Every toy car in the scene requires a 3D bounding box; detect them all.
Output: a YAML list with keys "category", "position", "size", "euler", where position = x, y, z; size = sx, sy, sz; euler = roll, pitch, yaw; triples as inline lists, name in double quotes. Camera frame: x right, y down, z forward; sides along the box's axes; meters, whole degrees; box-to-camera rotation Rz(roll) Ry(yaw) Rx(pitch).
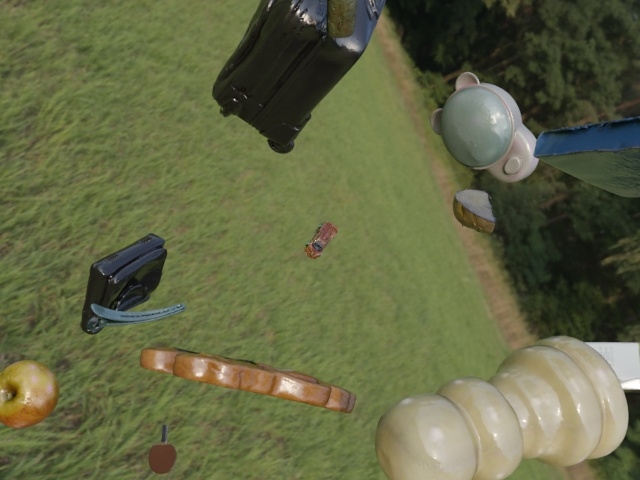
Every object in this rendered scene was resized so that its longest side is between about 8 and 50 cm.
- category: "toy car"
  position: [0.000, 0.000, 2.078]
  size: [0.059, 0.122, 0.035]
  euler: [42, -19, -19]

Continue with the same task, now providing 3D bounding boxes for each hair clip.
- category: "hair clip"
  position: [-0.433, 0.173, 1.651]
  size: [0.230, 0.070, 0.039]
  euler: [-2, 40, -34]

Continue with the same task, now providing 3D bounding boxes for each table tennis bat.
- category: "table tennis bat"
  position: [-0.276, 0.367, 1.224]
  size: [0.007, 0.050, 0.083]
  euler: [69, 20, -67]

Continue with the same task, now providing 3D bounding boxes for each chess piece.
- category: "chess piece"
  position: [0.208, 0.228, 0.851]
  size: [0.167, 0.300, 0.166]
  euler: [36, -48, 54]

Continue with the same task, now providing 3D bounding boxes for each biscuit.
- category: "biscuit"
  position: [-0.090, 0.203, 1.024]
  size: [0.334, 0.202, 0.047]
  euler: [22, 74, -34]

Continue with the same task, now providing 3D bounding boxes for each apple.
- category: "apple"
  position: [-0.639, 0.335, 1.516]
  size: [0.146, 0.147, 0.146]
  euler: [60, 14, -25]

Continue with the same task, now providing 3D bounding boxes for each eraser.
- category: "eraser"
  position: [0.369, -0.088, 0.769]
  size: [0.144, 0.042, 0.312]
  euler: [22, 0, -11]

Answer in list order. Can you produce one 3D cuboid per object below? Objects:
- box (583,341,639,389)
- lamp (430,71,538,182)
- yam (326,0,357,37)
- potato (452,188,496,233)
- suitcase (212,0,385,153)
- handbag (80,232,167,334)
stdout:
- category: "box"
  position: [0.630, 0.288, 1.567]
  size: [0.200, 0.300, 0.106]
  euler: [59, 30, -74]
- category: "lamp"
  position: [0.343, -0.220, 1.455]
  size: [0.246, 0.179, 0.108]
  euler: [47, 48, 14]
- category: "yam"
  position: [0.028, -0.313, 0.950]
  size: [0.094, 0.043, 0.043]
  euler: [91, -16, -59]
- category: "potato"
  position: [0.385, -0.059, 1.783]
  size: [0.172, 0.101, 0.089]
  euler: [-86, -173, -57]
- category: "suitcase"
  position: [-0.016, -0.368, 1.206]
  size: [0.188, 0.339, 0.345]
  euler: [34, 50, -16]
- category: "handbag"
  position: [-0.546, 0.121, 1.948]
  size: [0.088, 0.244, 0.275]
  euler: [30, 31, 11]
